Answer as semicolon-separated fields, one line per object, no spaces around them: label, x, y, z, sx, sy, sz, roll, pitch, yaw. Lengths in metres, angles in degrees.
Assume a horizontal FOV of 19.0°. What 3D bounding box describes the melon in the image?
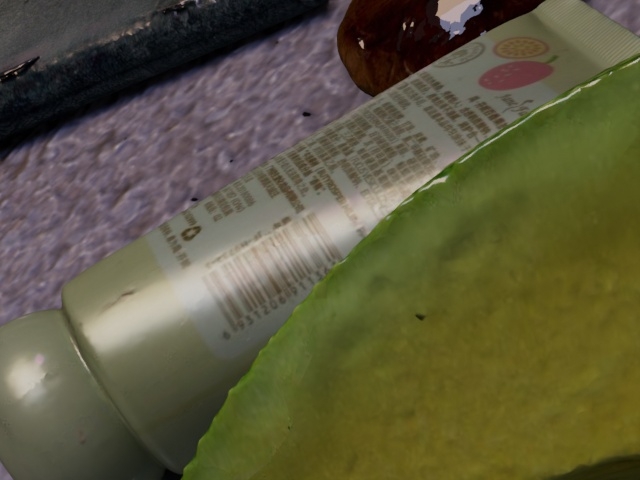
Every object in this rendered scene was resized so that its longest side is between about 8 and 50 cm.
melon;0.061;0.054;0.600;0.323;0.196;0.124;-34;59;12

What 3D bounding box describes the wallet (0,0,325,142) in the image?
wallet;-0.159;-0.131;1.134;0.379;0.046;0.190;-21;37;23

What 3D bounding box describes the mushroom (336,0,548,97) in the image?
mushroom;0.062;-0.115;0.901;0.123;0.052;0.123;-27;30;17

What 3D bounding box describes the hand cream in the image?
hand cream;0.000;0.000;0.776;0.306;0.093;0.147;-35;27;0
